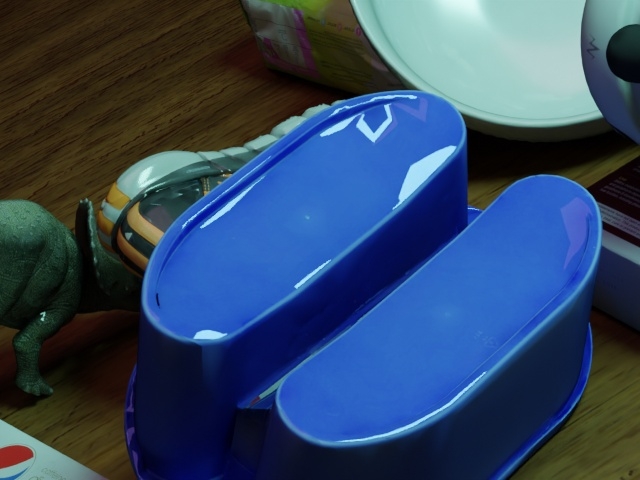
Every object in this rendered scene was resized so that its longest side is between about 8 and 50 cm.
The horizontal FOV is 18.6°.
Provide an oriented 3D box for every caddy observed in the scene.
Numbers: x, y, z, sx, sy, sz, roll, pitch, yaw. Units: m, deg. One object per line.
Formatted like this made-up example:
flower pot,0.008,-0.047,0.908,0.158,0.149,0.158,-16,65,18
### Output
caddy,0.029,0.065,1.254,0.241,0.179,0.341,35,55,25

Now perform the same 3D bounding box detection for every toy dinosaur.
toy dinosaur,-0.242,0.026,1.472,0.121,0.313,0.160,29,97,35

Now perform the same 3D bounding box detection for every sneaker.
sneaker,0.000,0.000,1.488,0.321,0.124,0.180,-21,48,-39

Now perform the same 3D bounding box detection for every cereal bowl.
cereal bowl,0.190,-0.235,1.625,0.339,0.141,0.339,-3,75,11

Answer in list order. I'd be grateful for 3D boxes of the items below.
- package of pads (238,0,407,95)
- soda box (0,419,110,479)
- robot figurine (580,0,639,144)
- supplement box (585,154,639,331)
package of pads,0.081,-0.230,1.845,0.229,0.101,0.296,-33,29,-23
soda box,-0.182,0.188,1.295,0.069,0.074,0.216,-36,31,-27
robot figurine,0.303,-0.124,1.278,0.278,0.209,0.173,13,66,41
supplement box,0.292,-0.029,1.365,0.239,0.073,0.130,-31,31,-17
